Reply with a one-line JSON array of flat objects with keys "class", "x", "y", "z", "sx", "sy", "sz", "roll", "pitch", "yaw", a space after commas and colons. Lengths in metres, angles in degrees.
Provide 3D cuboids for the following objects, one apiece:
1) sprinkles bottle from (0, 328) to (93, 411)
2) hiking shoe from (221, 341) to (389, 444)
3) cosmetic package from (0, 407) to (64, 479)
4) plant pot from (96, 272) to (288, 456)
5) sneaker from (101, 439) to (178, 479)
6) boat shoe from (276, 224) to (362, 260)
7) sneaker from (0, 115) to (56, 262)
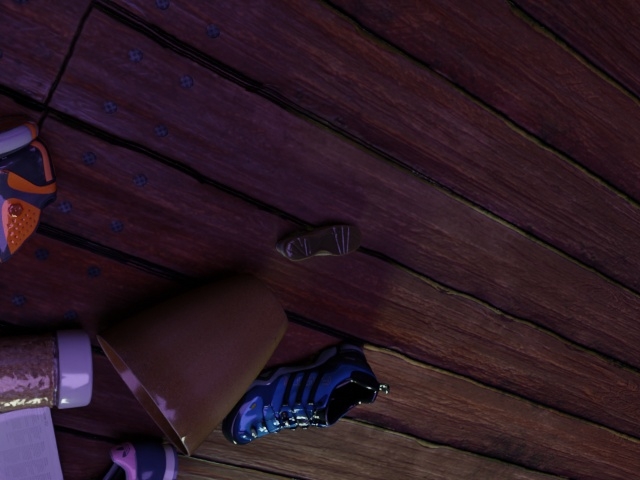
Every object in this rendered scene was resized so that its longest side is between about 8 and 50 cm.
[{"class": "sprinkles bottle", "x": -0.525, "y": 0.202, "z": 1.096, "sx": 0.355, "sy": 0.121, "sz": 0.121, "roll": -1, "pitch": 114, "yaw": -23}, {"class": "hiking shoe", "x": -0.036, "y": 0.293, "z": 1.355, "sx": 0.304, "sy": 0.132, "sz": 0.113, "roll": -27, "pitch": 122, "yaw": -10}, {"class": "cosmetic package", "x": -0.482, "y": 0.359, "z": 1.226, "sx": 0.099, "sy": 0.060, "sz": 0.239, "roll": -9, "pitch": 117, "yaw": -19}, {"class": "plant pot", "x": -0.185, "y": 0.172, "z": 1.196, "sx": 0.254, "sy": 0.237, "sz": 0.237, "roll": -37, "pitch": 125, "yaw": -23}, {"class": "sneaker", "x": -0.374, "y": 0.492, "z": 1.311, "sx": 0.131, "sy": 0.112, "sz": 0.319, "roll": 21, "pitch": 95, "yaw": -37}, {"class": "boat shoe", "x": 0.000, "y": 0.002, "z": 1.290, "sx": 0.153, "sy": 0.048, "sz": 0.056, "roll": -14, "pitch": 107, "yaw": -26}, {"class": "sneaker", "x": -0.509, "y": -0.035, "z": 0.986, "sx": 0.321, "sy": 0.124, "sz": 0.180, "roll": -19, "pitch": 119, "yaw": -15}]
